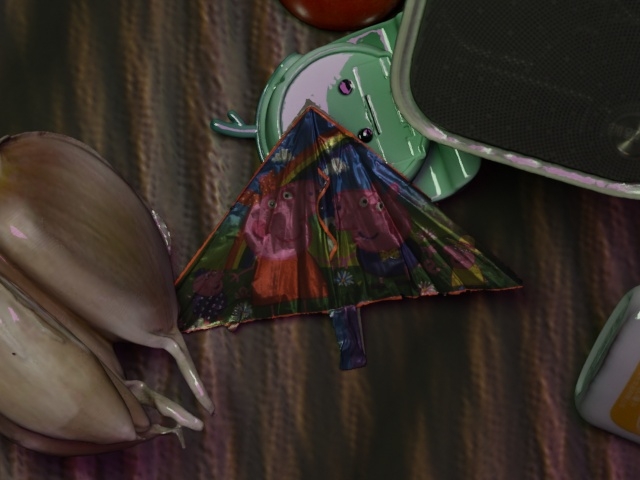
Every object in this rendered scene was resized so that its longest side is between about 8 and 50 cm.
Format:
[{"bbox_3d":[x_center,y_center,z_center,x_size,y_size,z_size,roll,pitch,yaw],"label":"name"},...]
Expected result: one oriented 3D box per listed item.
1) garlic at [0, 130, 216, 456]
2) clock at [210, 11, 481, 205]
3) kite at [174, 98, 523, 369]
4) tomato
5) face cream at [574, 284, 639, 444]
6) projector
[{"bbox_3d":[-0.205,0.040,1.353,0.210,0.237,0.292,-50,123,-3],"label":"garlic"},{"bbox_3d":[0.019,-0.090,1.481,0.211,0.066,0.159,-19,83,-9],"label":"clock"},{"bbox_3d":[0.000,0.000,1.442,0.321,0.016,0.234,-8,109,-1],"label":"kite"},{"bbox_3d":[0.026,-0.258,1.497,0.139,0.091,0.159,24,81,-2],"label":"tomato"},{"bbox_3d":[0.362,0.142,1.466,0.291,0.071,0.144,23,120,-5],"label":"face cream"},{"bbox_3d":[0.209,-0.212,1.376,0.248,0.249,0.249,17,35,5],"label":"projector"}]
